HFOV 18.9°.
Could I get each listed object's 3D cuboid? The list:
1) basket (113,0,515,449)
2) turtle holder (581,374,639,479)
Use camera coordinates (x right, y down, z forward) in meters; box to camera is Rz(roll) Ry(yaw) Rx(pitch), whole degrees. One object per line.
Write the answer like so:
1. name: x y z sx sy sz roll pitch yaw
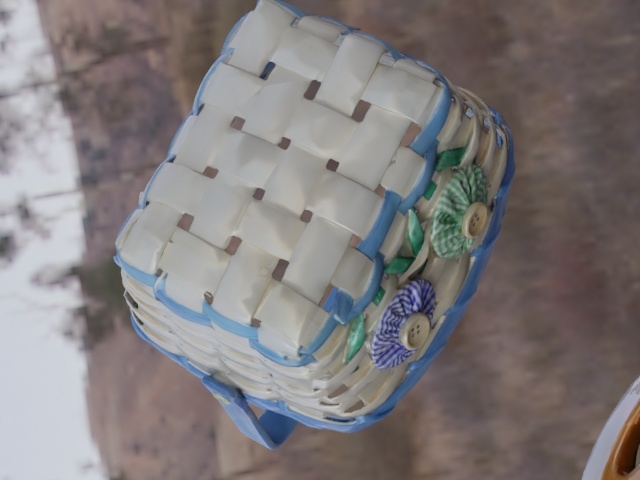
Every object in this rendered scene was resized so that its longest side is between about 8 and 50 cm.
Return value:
1. basket: 0.000 0.000 1.177 0.254 0.201 0.289 -62 -11 -6
2. turtle holder: 0.256 0.143 0.818 0.320 0.227 0.243 10 -86 -45
